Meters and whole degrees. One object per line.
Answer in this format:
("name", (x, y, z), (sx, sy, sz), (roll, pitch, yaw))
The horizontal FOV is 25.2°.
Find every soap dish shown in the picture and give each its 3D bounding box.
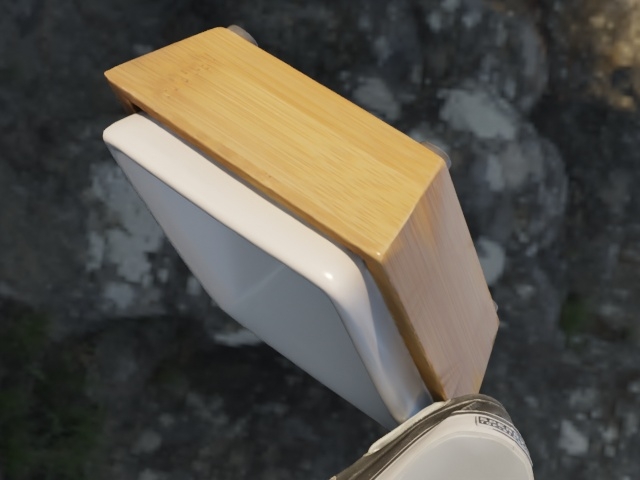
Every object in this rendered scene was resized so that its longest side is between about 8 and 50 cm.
("soap dish", (0.000, 0.000, 0.954), (0.118, 0.229, 0.291), (-50, 151, -12))

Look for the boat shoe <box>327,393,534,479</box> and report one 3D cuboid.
("boat shoe", (0.009, 0.213, 0.947), (0.306, 0.113, 0.105), (-48, -170, 10))
